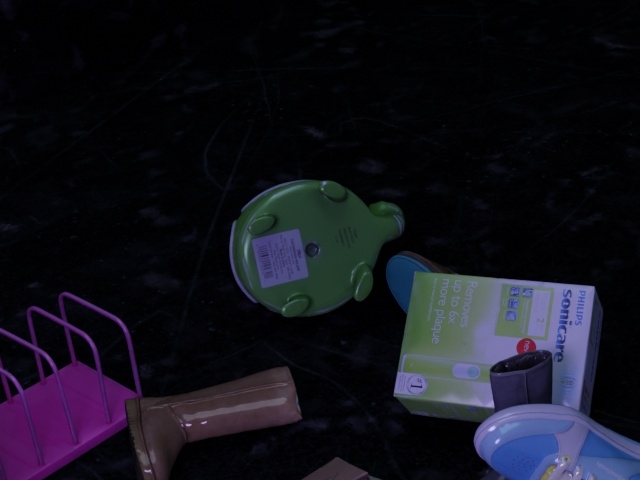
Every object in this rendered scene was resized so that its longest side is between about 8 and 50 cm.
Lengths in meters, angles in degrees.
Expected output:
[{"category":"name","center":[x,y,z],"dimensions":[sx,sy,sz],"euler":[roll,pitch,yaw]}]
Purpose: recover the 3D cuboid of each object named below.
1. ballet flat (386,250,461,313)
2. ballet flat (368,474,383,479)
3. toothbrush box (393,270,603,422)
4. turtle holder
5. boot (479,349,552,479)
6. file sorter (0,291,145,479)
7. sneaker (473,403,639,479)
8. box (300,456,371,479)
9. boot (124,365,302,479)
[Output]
[{"category":"ballet flat","center":[0.245,0.119,2.403],"dimensions":[0.124,0.116,0.342],"euler":[-3,25,-32]},{"category":"ballet flat","center":[0.113,0.391,1.972],"dimensions":[0.086,0.086,0.248],"euler":[-21,27,-24]},{"category":"toothbrush box","center":[0.274,0.171,2.178],"dimensions":[0.283,0.122,0.206],"euler":[6,72,19]},{"category":"turtle holder","center":[-0.016,-0.010,2.526],"dimensions":[0.320,0.243,0.227],"euler":[-44,14,-11]},{"category":"boot","center":[0.262,0.275,2.002],"dimensions":[0.190,0.208,0.076],"euler":[-26,34,-31]},{"category":"file sorter","center":[-0.455,0.232,2.258],"dimensions":[0.202,0.182,0.291],"euler":[21,40,40]},{"category":"sneaker","center":[0.359,0.338,1.863],"dimensions":[0.319,0.127,0.208],"euler":[18,30,-16]},{"category":"box","center":[-0.020,0.359,1.965],"dimensions":[0.164,0.021,0.201],"euler":[-32,2,-10]},{"category":"boot","center":[-0.160,0.286,2.200],"dimensions":[0.270,0.089,0.236],"euler":[-10,31,-9]}]
